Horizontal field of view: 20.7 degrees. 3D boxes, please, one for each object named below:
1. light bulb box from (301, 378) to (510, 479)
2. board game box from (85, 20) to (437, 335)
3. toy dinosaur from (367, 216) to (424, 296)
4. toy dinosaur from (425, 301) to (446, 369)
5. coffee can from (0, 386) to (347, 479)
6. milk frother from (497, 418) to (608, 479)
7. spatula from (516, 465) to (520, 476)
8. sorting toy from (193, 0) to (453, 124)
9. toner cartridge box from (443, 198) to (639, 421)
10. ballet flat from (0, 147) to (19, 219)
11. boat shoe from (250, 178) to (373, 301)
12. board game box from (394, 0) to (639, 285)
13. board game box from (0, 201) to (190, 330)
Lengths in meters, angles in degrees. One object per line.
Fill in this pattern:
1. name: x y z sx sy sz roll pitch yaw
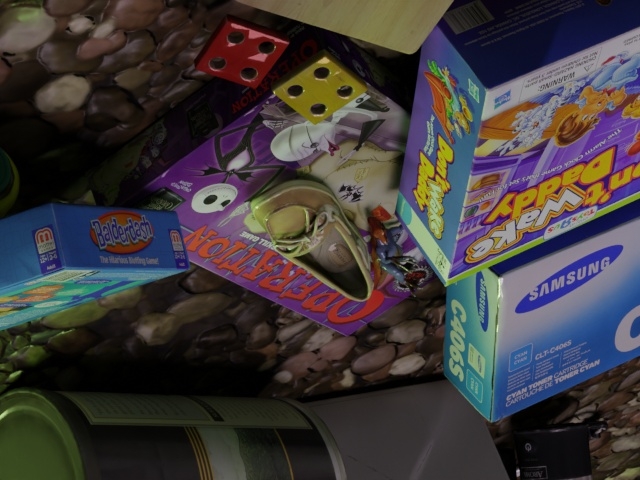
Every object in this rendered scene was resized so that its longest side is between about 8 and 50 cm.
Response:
1. light bulb box: 0.052 0.387 1.734 0.225 0.358 0.361 -6 147 -23
2. board game box: 0.008 -0.036 1.341 0.208 0.056 0.347 -31 150 21
3. toy dinosaur: 0.049 0.011 1.365 0.090 0.047 0.082 -27 133 28
4. toy dinosaur: 0.148 0.065 1.610 0.093 0.053 0.183 -18 141 -44
5. coffee can: -0.142 0.229 1.506 0.275 0.201 0.201 6 139 -41
6. milk frother: 0.271 0.265 1.909 0.143 0.134 0.129 -4 176 -26
7. spatula: 0.197 0.312 2.057 0.242 0.019 0.168 -27 144 4
8. sorting toy: 0.026 -0.185 1.088 0.132 0.046 0.274 14 135 -25
9. toner cartridge box: 0.269 0.013 1.473 0.348 0.075 0.165 -22 133 -22
10. ballet flat: -0.309 -0.013 1.138 0.231 0.077 0.077 -12 162 -22
11. boat shoe: -0.001 0.001 1.300 0.056 0.048 0.153 -29 150 9
12. board game box: 0.230 -0.123 1.267 0.347 0.078 0.233 -24 151 -18
13. board game box: -0.219 0.027 1.188 0.210 0.047 0.160 -18 171 23
